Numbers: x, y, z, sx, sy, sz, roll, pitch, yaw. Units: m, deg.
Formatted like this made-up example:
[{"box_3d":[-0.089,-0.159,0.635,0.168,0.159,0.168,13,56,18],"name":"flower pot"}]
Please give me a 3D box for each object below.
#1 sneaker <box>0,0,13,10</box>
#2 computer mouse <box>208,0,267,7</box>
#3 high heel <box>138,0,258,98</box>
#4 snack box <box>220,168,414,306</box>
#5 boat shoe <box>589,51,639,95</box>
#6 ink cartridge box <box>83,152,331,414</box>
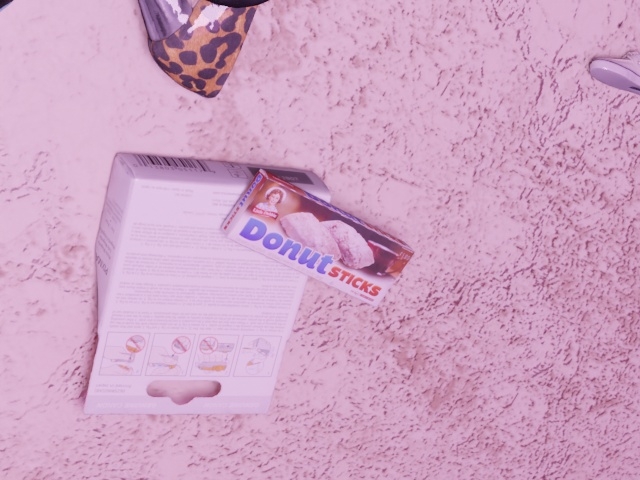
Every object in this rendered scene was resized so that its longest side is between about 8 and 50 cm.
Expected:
[{"box_3d":[-0.297,-0.175,1.033,0.162,0.073,0.063,-26,122,-13],"name":"sneaker"},{"box_3d":[-0.100,-0.296,1.006,0.188,0.072,0.272,-27,99,-1],"name":"computer mouse"},{"box_3d":[-0.029,-0.233,1.129,0.261,0.093,0.186,-22,123,-7],"name":"high heel"},{"box_3d":[0.000,0.000,1.224,0.178,0.022,0.064,26,105,-35],"name":"snack box"},{"box_3d":[0.303,-0.166,1.357,0.100,0.035,0.035,14,79,-26],"name":"boat shoe"},{"box_3d":[-0.110,0.043,1.243,0.189,0.066,0.232,4,119,-27],"name":"ink cartridge box"}]
